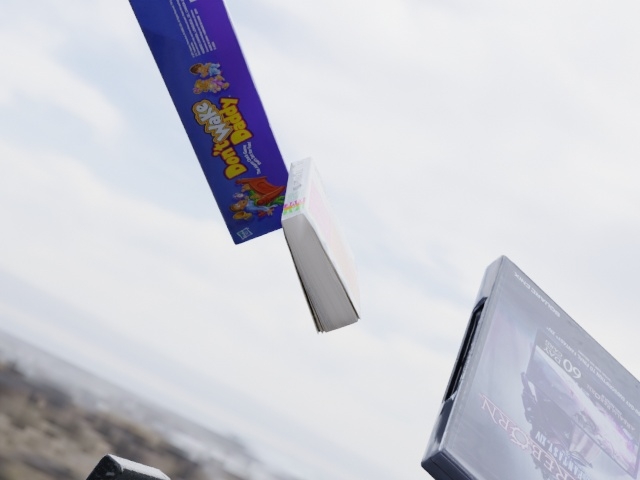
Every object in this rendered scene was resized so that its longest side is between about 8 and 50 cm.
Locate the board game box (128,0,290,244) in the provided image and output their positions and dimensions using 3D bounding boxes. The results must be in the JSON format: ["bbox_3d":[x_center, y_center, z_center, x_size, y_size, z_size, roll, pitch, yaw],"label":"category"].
[{"bbox_3d":[-0.119,-0.195,1.811,0.347,0.078,0.233,69,0,-48],"label":"board game box"}]

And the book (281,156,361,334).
[{"bbox_3d":[0.000,0.000,1.468,0.144,0.035,0.096,-83,152,-71],"label":"book"}]

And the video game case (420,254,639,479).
[{"bbox_3d":[0.170,0.141,1.334,0.196,0.026,0.274,43,28,-9],"label":"video game case"}]

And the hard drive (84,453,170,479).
[{"bbox_3d":[-0.187,0.238,1.684,0.022,0.094,0.135,37,-1,19],"label":"hard drive"}]
